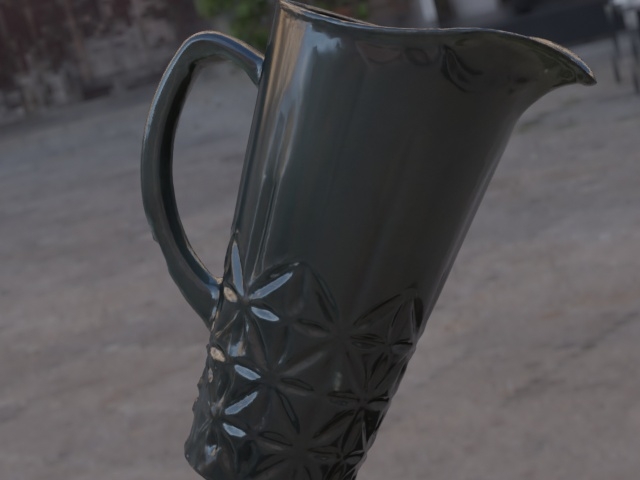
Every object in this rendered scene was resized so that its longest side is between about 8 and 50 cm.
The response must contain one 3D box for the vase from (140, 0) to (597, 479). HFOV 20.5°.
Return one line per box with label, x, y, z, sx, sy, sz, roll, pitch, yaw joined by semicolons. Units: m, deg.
vase;0.000;0.000;1.042;0.251;0.301;0.156;20;10;16
